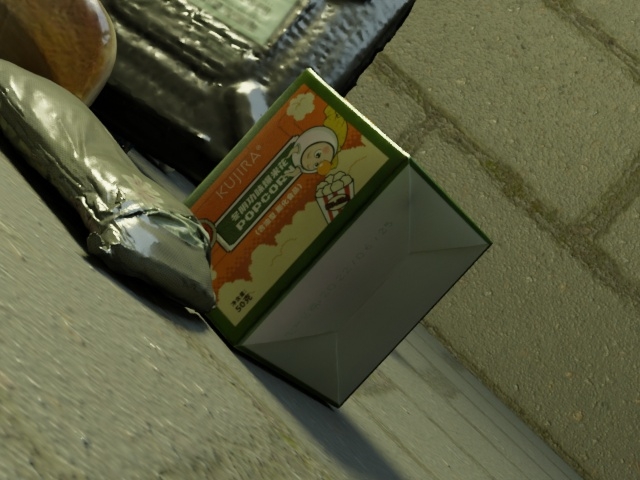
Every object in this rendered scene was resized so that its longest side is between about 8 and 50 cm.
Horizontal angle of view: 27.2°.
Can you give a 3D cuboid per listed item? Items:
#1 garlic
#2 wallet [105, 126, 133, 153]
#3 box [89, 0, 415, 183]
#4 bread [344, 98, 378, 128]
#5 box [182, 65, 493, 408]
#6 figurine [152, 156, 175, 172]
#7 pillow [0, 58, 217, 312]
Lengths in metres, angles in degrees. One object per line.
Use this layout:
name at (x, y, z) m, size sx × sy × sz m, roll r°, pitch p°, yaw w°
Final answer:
garlic at (-0.270, -0.196, 1.181) m, size 0.198 × 0.128 × 0.090 m, roll 45°, pitch -36°, yaw -8°
wallet at (-0.193, -0.212, 1.441) m, size 0.141 × 0.202 × 0.059 m, roll 42°, pitch -4°, yaw 4°
box at (-0.117, -0.245, 1.352) m, size 0.359 × 0.350 × 0.091 m, roll 33°, pitch -28°, yaw 3°
bread at (-0.037, -0.117, 1.869) m, size 0.375 × 0.236 × 0.165 m, roll 41°, pitch 1°, yaw -21°
box at (0.000, 0.000, 1.070) m, size 0.148 × 0.195 × 0.177 m, roll 46°, pitch 5°, yaw 37°
figurine at (-0.199, -0.159, 1.650) m, size 0.081 × 0.098 × 0.146 m, roll 23°, pitch 17°, yaw -42°
pillow at (-0.164, -0.049, 0.961) m, size 0.255 × 0.059 × 0.169 m, roll 46°, pitch 7°, yaw 31°
